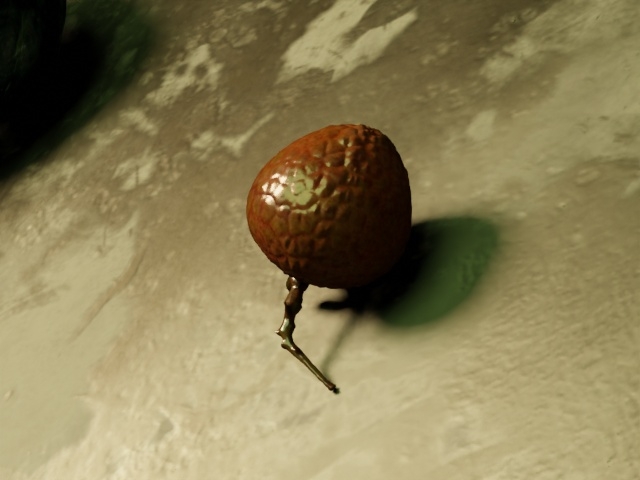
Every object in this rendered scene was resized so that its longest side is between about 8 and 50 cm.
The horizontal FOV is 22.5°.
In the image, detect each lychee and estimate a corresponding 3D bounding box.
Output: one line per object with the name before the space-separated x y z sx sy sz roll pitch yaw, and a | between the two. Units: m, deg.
lychee | 0.000 -0.006 0.987 0.140 0.101 0.114 -46 30 -9

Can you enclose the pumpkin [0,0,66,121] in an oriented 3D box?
pumpkin | -0.380 -0.192 1.409 0.315 0.238 0.315 2 17 -1
